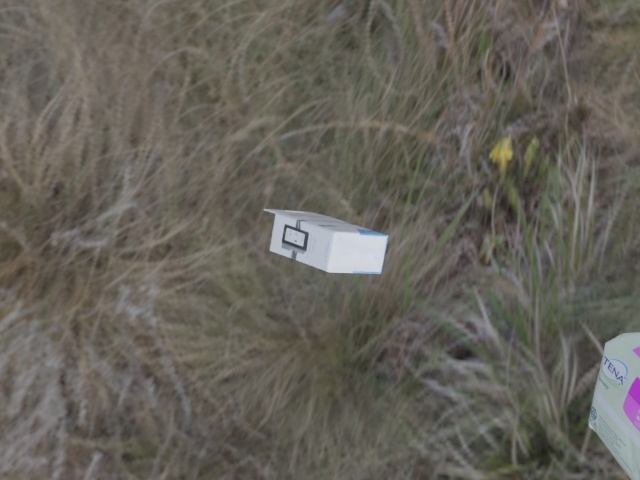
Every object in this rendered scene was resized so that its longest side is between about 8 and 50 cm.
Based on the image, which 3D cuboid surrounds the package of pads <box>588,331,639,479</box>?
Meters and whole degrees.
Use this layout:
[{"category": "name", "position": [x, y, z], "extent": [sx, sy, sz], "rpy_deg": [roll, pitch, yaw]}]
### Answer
[{"category": "package of pads", "position": [0.368, 0.146, 0.885], "extent": [0.297, 0.229, 0.101], "rpy_deg": [-4, 119, -16]}]

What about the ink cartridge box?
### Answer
[{"category": "ink cartridge box", "position": [0.000, 0.000, 0.889], "extent": [0.048, 0.083, 0.028], "rpy_deg": [4, 100, -38]}]
